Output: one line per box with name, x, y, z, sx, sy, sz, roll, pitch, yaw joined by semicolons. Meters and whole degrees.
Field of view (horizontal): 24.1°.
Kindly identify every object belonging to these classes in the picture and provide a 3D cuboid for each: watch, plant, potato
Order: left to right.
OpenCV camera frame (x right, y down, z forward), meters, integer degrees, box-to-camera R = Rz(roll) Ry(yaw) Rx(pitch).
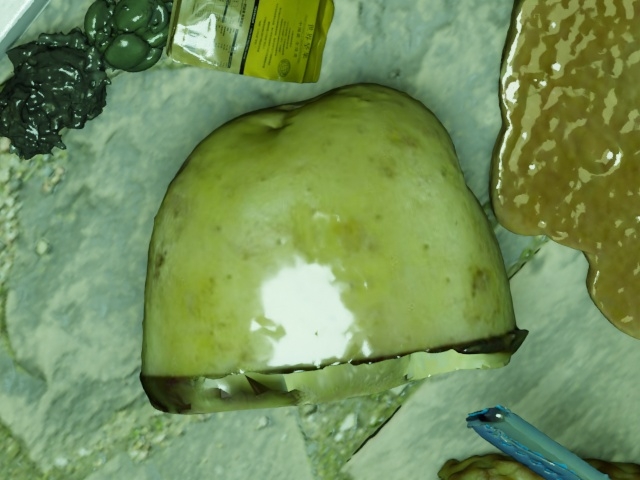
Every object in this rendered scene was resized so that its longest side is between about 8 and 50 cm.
plant;-0.180;-0.131;1.139;0.174;0.085;0.087;-39;77;-2
potato;0.000;0.000;1.101;0.285;0.242;0.243;-7;101;9
watch;0.286;0.166;1.116;0.276;0.068;0.275;-33;103;-14

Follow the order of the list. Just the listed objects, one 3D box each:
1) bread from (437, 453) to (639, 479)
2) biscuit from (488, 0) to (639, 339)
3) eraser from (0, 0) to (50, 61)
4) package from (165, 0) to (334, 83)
bread;0.193;0.266;1.202;0.222;0.096;0.181;4;98;0
biscuit;0.267;-0.107;1.151;0.269;0.051;0.376;5;102;-3
eraser;-0.258;-0.180;1.130;0.078;0.076;0.298;39;99;-6
package;-0.049;-0.159;1.127;0.131;0.047;0.071;10;101;-21
